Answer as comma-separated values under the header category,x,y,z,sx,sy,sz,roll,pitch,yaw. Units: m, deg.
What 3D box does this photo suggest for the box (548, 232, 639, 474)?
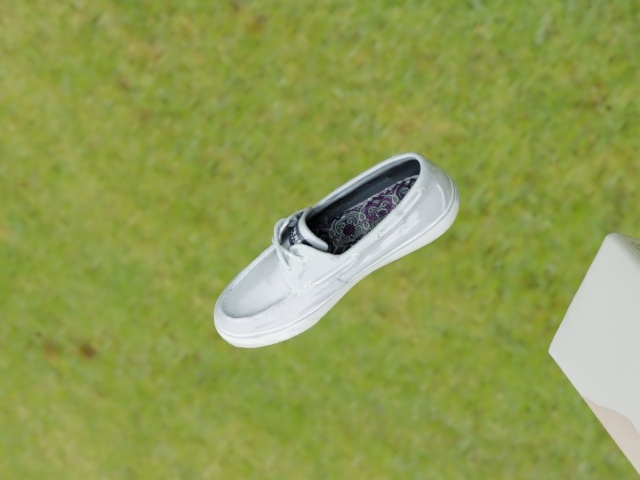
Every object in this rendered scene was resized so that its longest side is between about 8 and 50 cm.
category,x,y,z,sx,sy,sz,roll,pitch,yaw
box,0.312,0.129,1.368,0.148,0.121,0.311,16,-158,-24

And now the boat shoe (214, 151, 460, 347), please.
category,x,y,z,sx,sy,sz,roll,pitch,yaw
boat shoe,0.001,0.000,1.436,0.081,0.227,0.079,46,-166,-52
